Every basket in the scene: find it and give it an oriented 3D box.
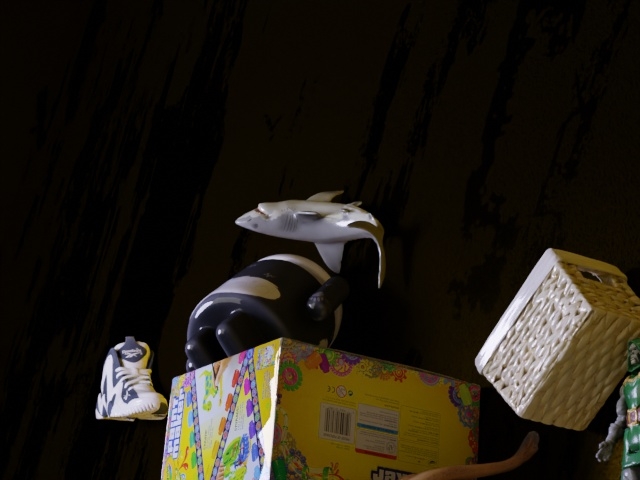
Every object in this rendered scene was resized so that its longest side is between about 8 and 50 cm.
[{"bbox_3d":[0.266,0.111,1.495,0.167,0.113,0.103,-61,33,22],"label":"basket"}]

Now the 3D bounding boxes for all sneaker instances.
[{"bbox_3d":[-0.338,0.246,2.499,0.235,0.094,0.153,157,116,-67],"label":"sneaker"}]

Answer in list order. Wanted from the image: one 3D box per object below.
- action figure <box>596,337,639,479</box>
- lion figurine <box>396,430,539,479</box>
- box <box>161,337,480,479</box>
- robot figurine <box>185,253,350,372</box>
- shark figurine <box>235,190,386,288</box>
[{"bbox_3d":[0.327,0.207,1.396,0.137,0.063,0.232,-36,42,52],"label":"action figure"},{"bbox_3d":[0.086,0.370,1.539,0.142,0.240,0.392,31,102,61],"label":"lion figurine"},{"bbox_3d":[-0.003,0.255,1.706,0.279,0.290,0.177,-25,55,55],"label":"box"},{"bbox_3d":[-0.076,0.126,1.943,0.278,0.209,0.174,-38,-42,-61],"label":"robot figurine"},{"bbox_3d":[0.029,0.000,2.020,0.278,0.166,0.116,12,112,44],"label":"shark figurine"}]
